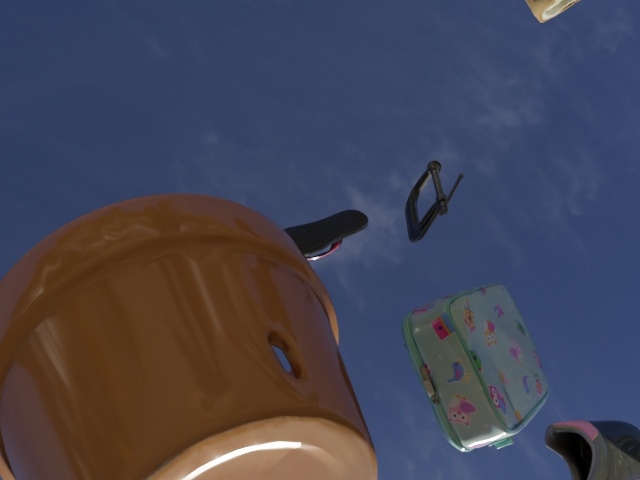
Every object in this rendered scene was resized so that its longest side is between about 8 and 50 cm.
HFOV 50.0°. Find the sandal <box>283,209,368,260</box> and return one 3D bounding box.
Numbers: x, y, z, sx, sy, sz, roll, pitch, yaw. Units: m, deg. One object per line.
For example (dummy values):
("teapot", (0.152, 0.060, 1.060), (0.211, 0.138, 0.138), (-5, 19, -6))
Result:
("sandal", (0.000, 0.000, 1.021), (0.179, 0.040, 0.067), (-21, -138, -36))

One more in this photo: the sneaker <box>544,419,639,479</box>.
("sneaker", (0.293, 0.308, 0.682), (0.131, 0.319, 0.112), (9, -61, 8))

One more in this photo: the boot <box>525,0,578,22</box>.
("boot", (0.215, -0.388, 0.866), (0.089, 0.236, 0.269), (-20, -105, -46))

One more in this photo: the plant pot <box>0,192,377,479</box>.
("plant pot", (-0.093, 0.136, 0.505), (0.291, 0.203, 0.291), (-13, -57, -22))

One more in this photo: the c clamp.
("c clamp", (0.164, -0.066, 1.009), (0.022, 0.160, 0.137), (21, -64, -12))

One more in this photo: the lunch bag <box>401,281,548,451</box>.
("lunch bag", (0.238, 0.186, 1.030), (0.108, 0.279, 0.224), (-26, -100, 32))
